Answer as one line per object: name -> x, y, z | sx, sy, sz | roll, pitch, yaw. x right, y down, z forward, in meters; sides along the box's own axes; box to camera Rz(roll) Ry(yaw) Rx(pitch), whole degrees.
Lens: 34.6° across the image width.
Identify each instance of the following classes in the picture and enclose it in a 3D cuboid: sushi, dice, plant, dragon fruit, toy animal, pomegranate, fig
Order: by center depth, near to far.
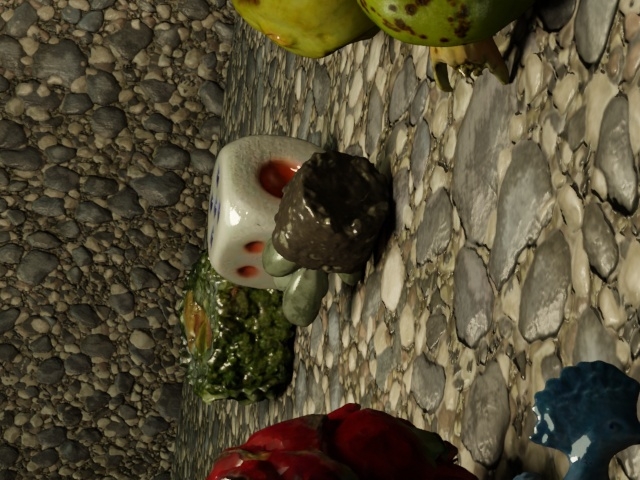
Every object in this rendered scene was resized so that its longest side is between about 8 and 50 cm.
toy animal -> 0.153, 0.218, 0.714 | 0.176, 0.255, 0.239 | 55, -170, 31
dragon fruit -> 0.016, 0.296, 0.889 | 0.329, 0.329, 0.329 | -176, 90, -77
pomegranate -> 0.131, -0.251, 0.933 | 0.198, 0.246, 0.198 | -34, 32, 25
fig -> 0.003, -0.383, 1.373 | 0.271, 0.239, 0.239 | -66, 13, -4
plant -> 0.001, -0.002, 1.430 | 0.274, 0.149, 0.146 | 116, 171, -51
dice -> -0.077, -0.045, 1.654 | 0.191, 0.193, 0.194 | 109, 159, -52
sushi -> -0.163, 0.171, 1.987 | 0.352, 0.178, 0.294 | 144, 127, -69
